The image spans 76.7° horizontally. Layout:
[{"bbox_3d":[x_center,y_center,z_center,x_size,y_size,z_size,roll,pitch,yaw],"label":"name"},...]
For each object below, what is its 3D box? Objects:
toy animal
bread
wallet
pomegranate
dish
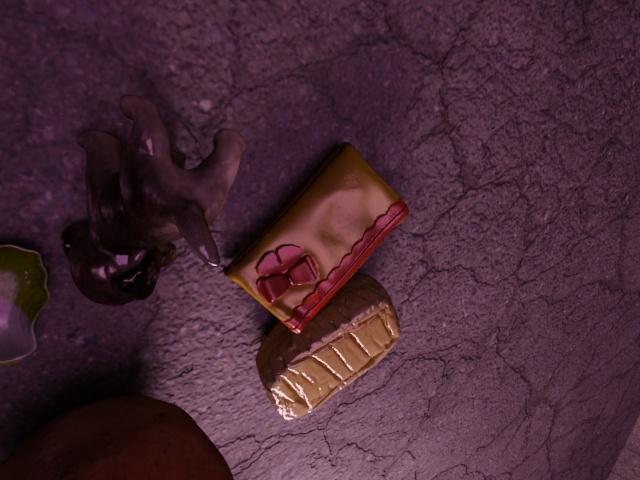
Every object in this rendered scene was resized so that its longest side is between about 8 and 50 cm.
[{"bbox_3d":[-0.171,-0.031,0.403,0.121,0.233,0.169,12,66,-44],"label":"toy animal"},{"bbox_3d":[0.009,0.154,0.624,0.236,0.106,0.140,-34,127,-12],"label":"bread"},{"bbox_3d":[0.000,0.000,0.544,0.141,0.067,0.241,43,86,-10],"label":"wallet"},{"bbox_3d":[-0.247,0.338,0.447,0.321,0.322,0.323,-12,118,-25],"label":"pomegranate"},{"bbox_3d":[-0.337,0.063,0.424,0.091,0.039,0.138,-6,112,-32],"label":"dish"}]
